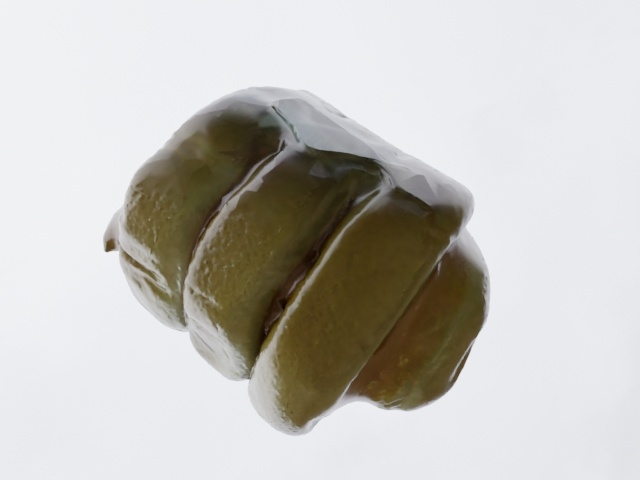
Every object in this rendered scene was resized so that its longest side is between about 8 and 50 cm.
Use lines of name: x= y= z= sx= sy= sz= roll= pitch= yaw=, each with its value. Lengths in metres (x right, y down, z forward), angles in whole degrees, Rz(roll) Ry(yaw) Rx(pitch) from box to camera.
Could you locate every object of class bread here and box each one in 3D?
bread: x=0.000 y=0.000 z=0.526 sx=0.301 sy=0.341 sz=0.210 roll=-32 pitch=-29 yaw=-32
